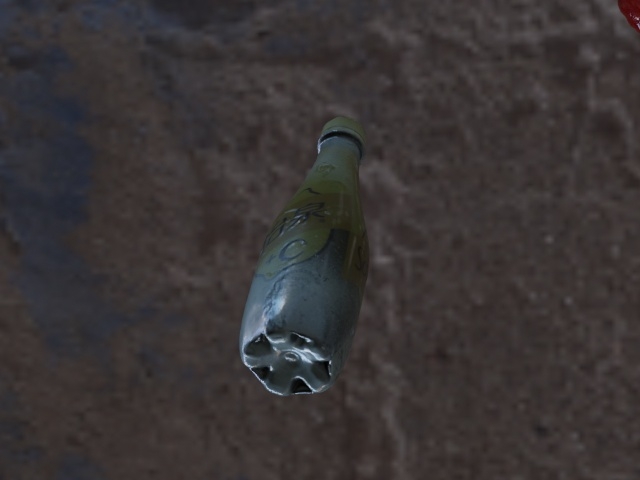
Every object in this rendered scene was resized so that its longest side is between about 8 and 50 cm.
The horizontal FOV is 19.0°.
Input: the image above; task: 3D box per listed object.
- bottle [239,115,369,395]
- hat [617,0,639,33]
[{"bbox_3d":[0.000,0.000,1.440,0.269,0.083,0.083,-76,-30,-46],"label":"bottle"},{"bbox_3d":[0.321,-0.213,1.147,0.274,0.332,0.242,14,-133,-47],"label":"hat"}]
